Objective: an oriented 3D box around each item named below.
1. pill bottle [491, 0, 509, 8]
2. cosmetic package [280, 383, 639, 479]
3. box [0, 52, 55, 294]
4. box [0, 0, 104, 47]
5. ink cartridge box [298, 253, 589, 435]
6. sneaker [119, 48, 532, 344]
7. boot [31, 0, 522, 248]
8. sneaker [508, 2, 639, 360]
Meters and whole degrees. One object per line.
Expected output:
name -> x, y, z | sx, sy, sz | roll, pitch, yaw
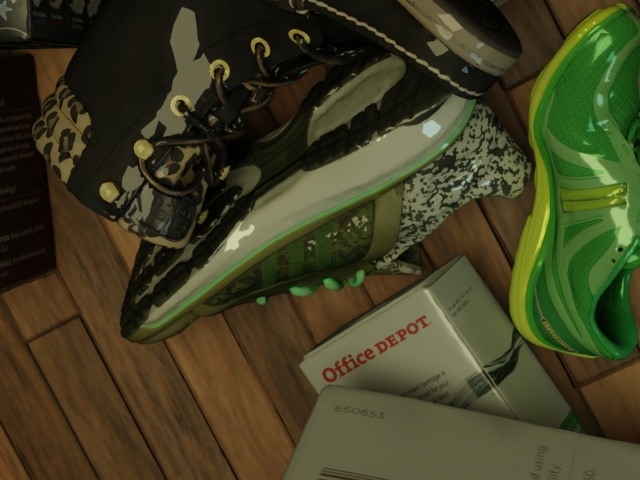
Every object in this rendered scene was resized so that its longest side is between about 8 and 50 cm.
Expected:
pill bottle -> 0.082, -0.304, 1.106 | 0.146, 0.146, 0.264 | -36, 89, 17
cosmetic package -> 0.109, 0.375, 1.053 | 0.328, 0.329, 0.393 | 10, 128, 12
box -> -0.346, -0.053, 1.243 | 0.169, 0.167, 0.203 | -4, 98, 15
box -> -0.324, -0.232, 1.211 | 0.247, 0.163, 0.142 | 1, 96, 14
ink cartridge box -> 0.105, 0.137, 1.183 | 0.153, 0.087, 0.208 | -33, 92, 34
sneaker -> 0.000, 0.000, 1.181 | 0.410, 0.158, 0.182 | -32, 123, 31
boot -> -0.053, -0.121, 1.053 | 0.377, 0.138, 0.284 | 39, 104, 35
sneaker -> 0.224, -0.040, 1.104 | 0.124, 0.109, 0.295 | 24, 126, 35
